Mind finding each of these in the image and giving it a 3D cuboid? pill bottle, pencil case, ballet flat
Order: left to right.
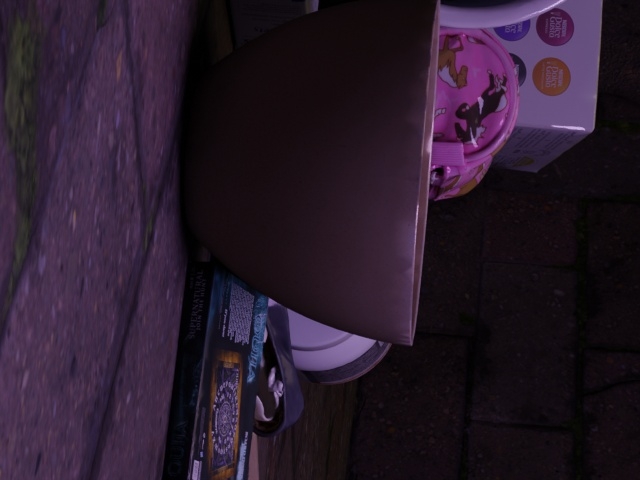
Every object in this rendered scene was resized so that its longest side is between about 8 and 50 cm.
[{"bbox_3d":[-0.062,0.091,1.677,0.074,0.074,0.203,-77,156,-62],"label":"ballet flat"},{"bbox_3d":[-0.003,0.057,1.880,0.278,0.162,0.162,69,26,-80],"label":"pill bottle"},{"bbox_3d":[0.141,-0.140,2.152,0.160,0.167,0.386,55,0,4],"label":"pencil case"}]

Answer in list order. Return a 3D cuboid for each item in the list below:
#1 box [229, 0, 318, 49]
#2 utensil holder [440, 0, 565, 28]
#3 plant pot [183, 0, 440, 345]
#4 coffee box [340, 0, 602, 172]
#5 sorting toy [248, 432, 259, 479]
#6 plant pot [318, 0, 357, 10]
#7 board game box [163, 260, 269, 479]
[{"bbox_3d":[-0.039,-0.247,1.674,0.137,0.072,0.126,84,12,-64],"label":"box"},{"bbox_3d":[0.132,-0.391,1.919,0.385,0.327,0.328,-113,-154,-79],"label":"utensil holder"},{"bbox_3d":[-0.007,-0.065,1.512,0.284,0.191,0.284,5,90,-86],"label":"plant pot"},{"bbox_3d":[0.190,-0.295,2.544,0.338,0.334,0.338,126,-30,-81],"label":"coffee box"},{"bbox_3d":[-0.097,0.279,1.726,0.229,0.041,0.307,-73,165,-57],"label":"sorting toy"},{"bbox_3d":[0.044,-0.281,2.223,0.165,0.167,0.167,-118,-148,-83],"label":"plant pot"},{"bbox_3d":[-0.086,0.122,1.555,0.126,0.026,0.186,40,54,-65],"label":"board game box"}]
